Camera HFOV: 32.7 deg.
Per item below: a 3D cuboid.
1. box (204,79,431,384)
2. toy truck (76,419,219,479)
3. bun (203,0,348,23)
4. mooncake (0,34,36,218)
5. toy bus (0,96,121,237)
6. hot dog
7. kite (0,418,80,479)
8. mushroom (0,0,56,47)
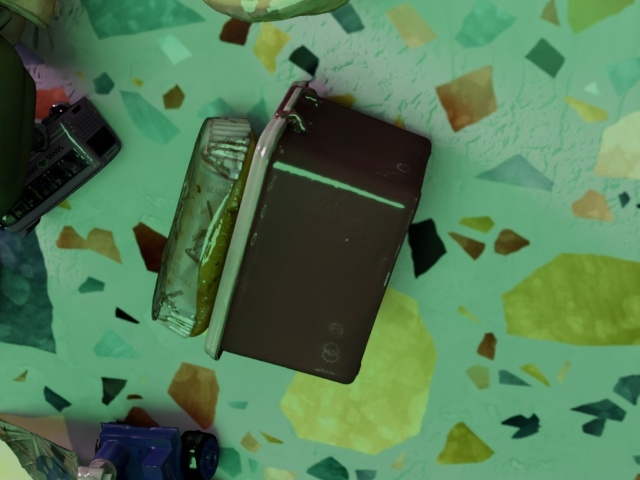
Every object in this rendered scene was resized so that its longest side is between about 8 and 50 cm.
[{"bbox_3d":[0.000,0.000,1.148,0.168,0.193,0.294,19,121,3],"label":"box"},{"bbox_3d":[-0.222,0.336,1.389,0.161,0.177,0.213,0,114,18],"label":"toy truck"},{"bbox_3d":[-0.036,-0.333,1.022,0.259,0.152,0.259,3,105,10],"label":"bun"},{"bbox_3d":[-0.467,-0.130,1.116,0.351,0.351,0.187,-6,72,22],"label":"mooncake"},{"bbox_3d":[-0.325,-0.083,1.278,0.178,0.087,0.098,-32,107,27],"label":"toy bus"},{"bbox_3d":[-0.127,-0.010,1.215,0.075,0.144,0.268,14,119,-17],"label":"hot dog"},{"bbox_3d":[-0.361,0.357,1.476,0.335,0.011,0.314,51,141,14],"label":"kite"},{"bbox_3d":[-0.386,-0.305,1.159,0.254,0.195,0.189,5,83,20],"label":"mushroom"}]
